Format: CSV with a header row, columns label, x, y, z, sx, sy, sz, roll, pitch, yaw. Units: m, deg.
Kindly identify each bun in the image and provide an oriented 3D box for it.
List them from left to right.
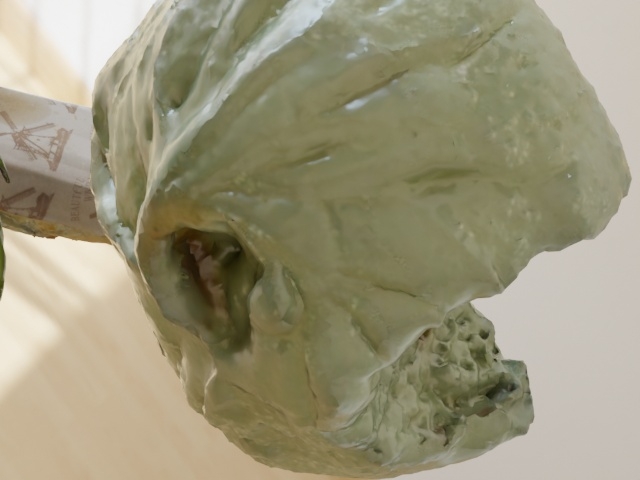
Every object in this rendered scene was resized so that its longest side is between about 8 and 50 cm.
label,x,y,z,sx,sy,sz,roll,pitch,yaw
bun,0.000,0.000,0.474,0.126,0.203,0.213,-37,123,-39

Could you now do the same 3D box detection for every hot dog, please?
label,x,y,z,sx,sy,sz,roll,pitch,yaw
hot dog,-0.163,-0.045,0.820,0.192,0.053,0.099,12,41,-14

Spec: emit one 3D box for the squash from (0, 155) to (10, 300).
label,x,y,z,sx,sy,sz,roll,pitch,yaw
squash,-0.233,0.048,0.373,0.203,0.288,0.111,15,55,-81
